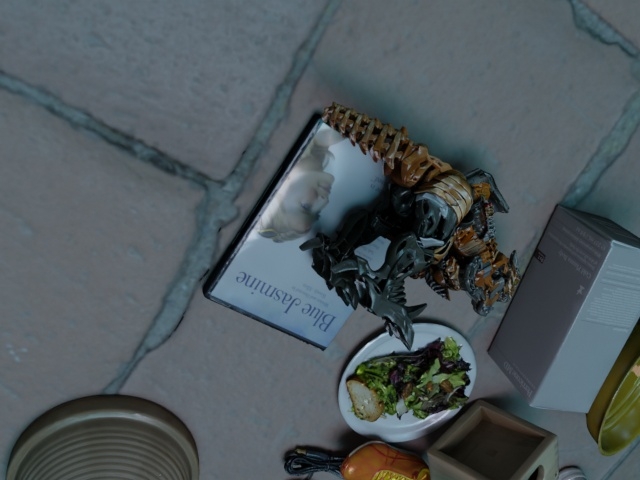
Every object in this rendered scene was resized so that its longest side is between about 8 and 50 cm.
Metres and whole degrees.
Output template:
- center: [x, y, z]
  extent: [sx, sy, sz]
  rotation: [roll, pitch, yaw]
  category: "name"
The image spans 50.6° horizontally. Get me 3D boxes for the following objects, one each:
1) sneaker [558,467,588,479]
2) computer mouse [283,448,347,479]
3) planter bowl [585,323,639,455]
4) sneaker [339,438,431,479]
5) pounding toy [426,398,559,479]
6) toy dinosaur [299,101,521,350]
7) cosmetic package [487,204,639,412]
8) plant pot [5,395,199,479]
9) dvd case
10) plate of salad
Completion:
- center: [0.400, 0.480, 1.100]
  extent: [0.080, 0.094, 0.212]
  rotation: [-2, 116, -16]
  category: "sneaker"
- center: [-0.028, 0.383, 0.968]
  extent: [0.106, 0.042, 0.192]
  rotation: [16, 110, -22]
  category: "computer mouse"
- center: [0.418, 0.185, 0.949]
  extent: [0.217, 0.090, 0.217]
  rotation: [-21, 127, -32]
  category: "planter bowl"
- center: [0.101, 0.321, 0.940]
  extent: [0.175, 0.067, 0.064]
  rotation: [19, 102, -37]
  category: "sneaker"
- center: [0.229, 0.336, 0.891]
  extent: [0.206, 0.181, 0.094]
  rotation: [-33, 124, -33]
  category: "pounding toy"
- center: [0.101, -0.017, 0.754]
  extent: [0.322, 0.164, 0.218]
  rotation: [45, 83, -10]
  category: "toy dinosaur"
- center: [0.325, 0.090, 0.876]
  extent: [0.107, 0.127, 0.237]
  rotation: [14, 109, -21]
  category: "cosmetic package"
- center: [-0.268, 0.319, 0.837]
  extent: [0.238, 0.109, 0.237]
  rotation: [-5, 116, -11]
  category: "plant pot"
- center: [0.000, 0.000, 0.804]
  extent: [0.180, 0.022, 0.253]
  rotation: [28, 106, -25]
  category: "dvd case"
- center: [0.123, 0.202, 0.919]
  extent: [0.200, 0.048, 0.199]
  rotation: [-6, 115, -12]
  category: "plate of salad"
